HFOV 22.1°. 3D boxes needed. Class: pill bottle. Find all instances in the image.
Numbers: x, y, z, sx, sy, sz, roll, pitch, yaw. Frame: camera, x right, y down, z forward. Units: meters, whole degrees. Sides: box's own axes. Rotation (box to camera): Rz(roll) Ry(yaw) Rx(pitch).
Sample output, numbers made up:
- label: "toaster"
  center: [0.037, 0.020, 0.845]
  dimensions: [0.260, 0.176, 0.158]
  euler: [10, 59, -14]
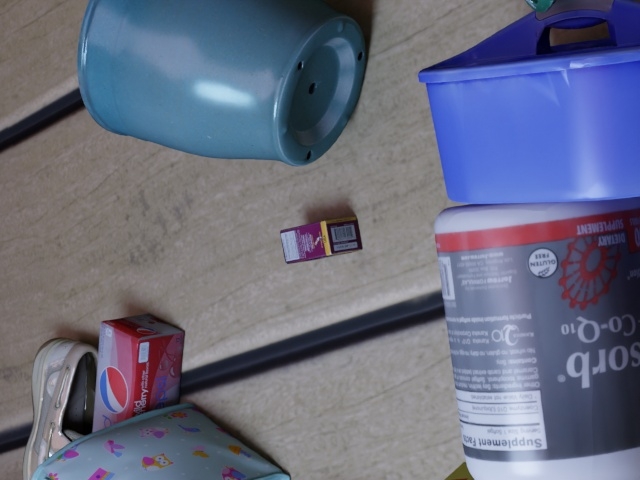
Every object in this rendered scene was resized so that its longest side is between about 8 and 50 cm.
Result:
- label: "pill bottle"
  center: [0.237, 0.135, 1.621]
  dimensions: [0.210, 0.210, 0.363]
  euler: [-7, 92, 47]

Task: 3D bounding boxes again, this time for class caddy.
- label: "caddy"
  center: [0.252, -0.141, 1.541]
  dimensions: [0.341, 0.241, 0.179]
  euler: [-1, 100, 46]

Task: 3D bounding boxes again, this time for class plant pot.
- label: "plant pot"
  center: [-0.097, -0.213, 1.901]
  dimensions: [0.255, 0.271, 0.272]
  euler: [22, 113, 26]

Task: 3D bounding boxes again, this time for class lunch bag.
- label: "lunch bag"
  center: [-0.209, 0.331, 2.087]
  dimensions: [0.223, 0.262, 0.160]
  euler: [29, 116, 40]

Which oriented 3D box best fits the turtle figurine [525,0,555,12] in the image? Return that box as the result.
- label: "turtle figurine"
  center: [0.257, -0.316, 1.553]
  dimensions: [0.175, 0.234, 0.118]
  euler: [30, 152, 43]

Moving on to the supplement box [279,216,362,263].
- label: "supplement box"
  center: [0.000, 0.000, 1.963]
  dimensions: [0.083, 0.055, 0.043]
  euler: [-12, 88, 48]

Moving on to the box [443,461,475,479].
- label: "box"
  center: [0.155, 0.291, 1.719]
  dimensions: [0.058, 0.232, 0.087]
  euler: [-7, 93, 19]

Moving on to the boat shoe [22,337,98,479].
- label: "boat shoe"
  center: [-0.355, 0.293, 2.353]
  dimensions: [0.098, 0.109, 0.302]
  euler: [5, 95, 47]

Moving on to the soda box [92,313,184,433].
- label: "soda box"
  center: [-0.255, 0.240, 2.251]
  dimensions: [0.092, 0.083, 0.263]
  euler: [20, 110, 43]
